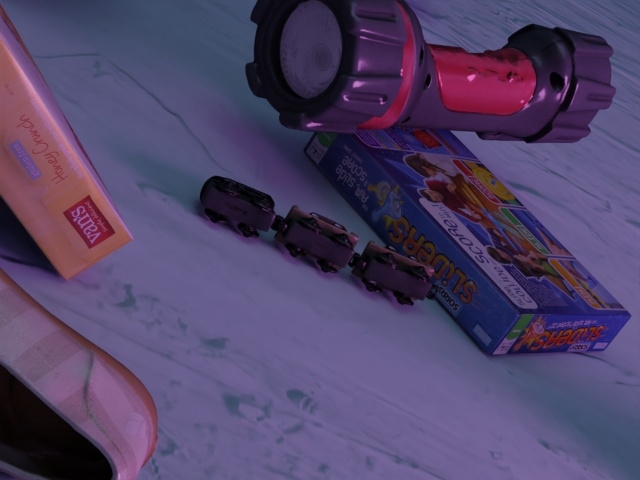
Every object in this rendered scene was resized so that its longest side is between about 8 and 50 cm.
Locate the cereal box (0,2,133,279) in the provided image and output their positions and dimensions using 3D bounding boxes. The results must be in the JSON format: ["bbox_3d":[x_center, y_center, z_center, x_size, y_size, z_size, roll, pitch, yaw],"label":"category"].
[{"bbox_3d":[-0.183,-0.112,0.818,0.240,0.047,0.173,55,-5,39],"label":"cereal box"}]

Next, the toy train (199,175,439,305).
[{"bbox_3d":[0.000,0.000,0.970,0.158,0.027,0.036,24,15,-20],"label":"toy train"}]

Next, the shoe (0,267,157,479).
[{"bbox_3d":[-0.160,0.032,0.646,0.219,0.076,0.058,33,19,-6],"label":"shoe"}]

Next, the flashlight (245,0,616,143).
[{"bbox_3d":[0.089,-0.118,1.108,0.103,0.103,0.304,7,6,44],"label":"flashlight"}]

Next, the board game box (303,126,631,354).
[{"bbox_3d":[0.096,-0.006,1.088,0.136,0.035,0.201,4,38,-49],"label":"board game box"}]
